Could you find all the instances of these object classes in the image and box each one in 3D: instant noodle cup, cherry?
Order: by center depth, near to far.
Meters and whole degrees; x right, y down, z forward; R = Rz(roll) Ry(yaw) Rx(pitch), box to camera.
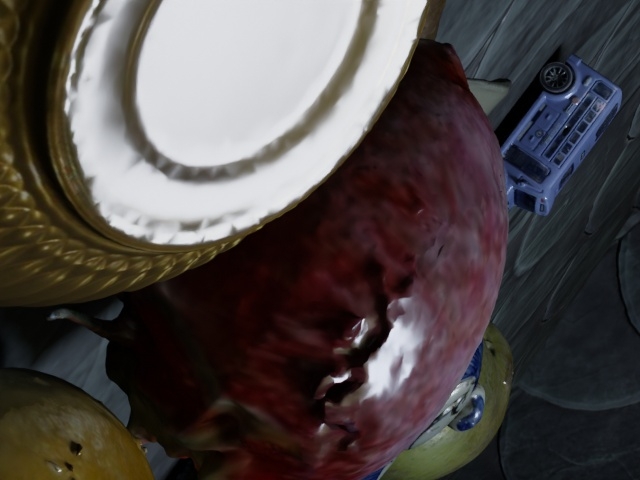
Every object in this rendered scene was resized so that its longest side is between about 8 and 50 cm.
[{"bbox_3d":[-0.042,-0.071,0.378,0.274,0.090,0.274,-32,143,-27],"label":"instant noodle cup"},{"bbox_3d":[0.000,0.000,0.670,0.250,0.175,0.192,-56,154,-23],"label":"cherry"}]

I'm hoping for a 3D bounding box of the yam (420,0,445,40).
[{"bbox_3d":[0.060,-0.169,0.728,0.045,0.045,0.327,-13,152,-15],"label":"yam"}]

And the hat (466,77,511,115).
[{"bbox_3d":[0.037,0.020,0.860,0.244,0.149,0.214,-33,174,23],"label":"hat"}]

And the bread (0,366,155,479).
[{"bbox_3d":[-0.169,0.190,0.577,0.305,0.158,0.305,-49,166,-17],"label":"bread"}]

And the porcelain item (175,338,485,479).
[{"bbox_3d":[-0.001,0.138,1.090,0.288,0.138,0.186,-52,149,9],"label":"porcelain item"}]

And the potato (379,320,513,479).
[{"bbox_3d":[0.092,0.138,1.306,0.174,0.159,0.251,-32,161,21],"label":"potato"}]

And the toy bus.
[{"bbox_3d":[0.198,-0.081,1.287,0.167,0.076,0.073,-53,165,-7],"label":"toy bus"}]
